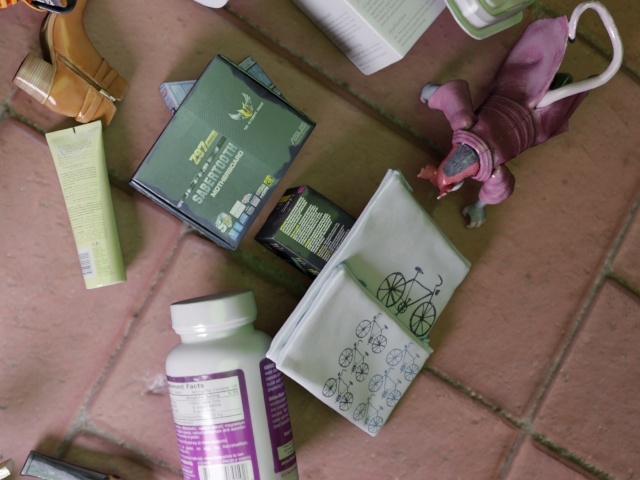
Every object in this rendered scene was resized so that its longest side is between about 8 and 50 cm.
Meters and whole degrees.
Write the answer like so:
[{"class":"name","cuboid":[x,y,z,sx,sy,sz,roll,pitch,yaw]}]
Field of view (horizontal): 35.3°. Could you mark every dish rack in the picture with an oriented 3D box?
[{"class":"dish rack","cuboid":[0.223,-0.488,1.580,0.332,0.072,0.285,59,34,-2]}]

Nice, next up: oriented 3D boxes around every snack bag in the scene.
[{"class":"snack bag","cuboid":[0.097,0.105,1.540,0.342,0.037,0.323,-56,138,-10]}]

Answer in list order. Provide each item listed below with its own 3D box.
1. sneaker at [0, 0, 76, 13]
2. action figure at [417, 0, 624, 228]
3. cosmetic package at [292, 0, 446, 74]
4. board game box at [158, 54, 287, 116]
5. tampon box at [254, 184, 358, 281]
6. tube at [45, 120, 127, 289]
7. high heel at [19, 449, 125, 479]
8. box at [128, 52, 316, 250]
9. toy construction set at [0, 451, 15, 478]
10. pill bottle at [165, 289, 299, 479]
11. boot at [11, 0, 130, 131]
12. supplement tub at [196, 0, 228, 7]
[{"class":"sneaker","cuboid":[-0.447,-0.342,1.359,0.180,0.124,0.321,27,67,9]},{"class":"action figure","cuboid":[0.306,-0.175,1.599,0.370,0.276,0.248,-44,108,-29]},{"class":"cosmetic package","cuboid":[0.081,-0.386,1.580,0.184,0.151,0.151,44,75,-13]},{"class":"board game box","cuboid":[-0.145,-0.193,1.547,0.194,0.060,0.194,-43,102,-15]},{"class":"tampon box","cuboid":[0.000,0.000,1.555,0.161,0.120,0.101,35,80,-14]},{"class":"tube","cuboid":[-0.337,-0.050,1.477,0.070,0.062,0.240,-14,92,-26]},{"class":"high heel","cuboid":[-0.372,0.449,1.430,0.186,0.093,0.261,23,75,-14]},{"class":"box","cuboid":[-0.143,-0.129,1.482,0.183,0.059,0.232,35,80,-12]},{"class":"toy construction set","cuboid":[-0.561,0.228,1.357,0.215,0.151,0.327,-30,87,-17]},{"class":"pill bottle","cuboid":[-0.136,0.230,1.478,0.169,0.169,0.301,-9,91,-19]},{"class":"boot","cuboid":[-0.346,-0.271,1.485,0.152,0.073,0.197,29,78,-23]},{"class":"supplement tub","cuboid":[-0.115,-0.523,1.480,0.228,0.228,0.316,42,77,-13]}]
